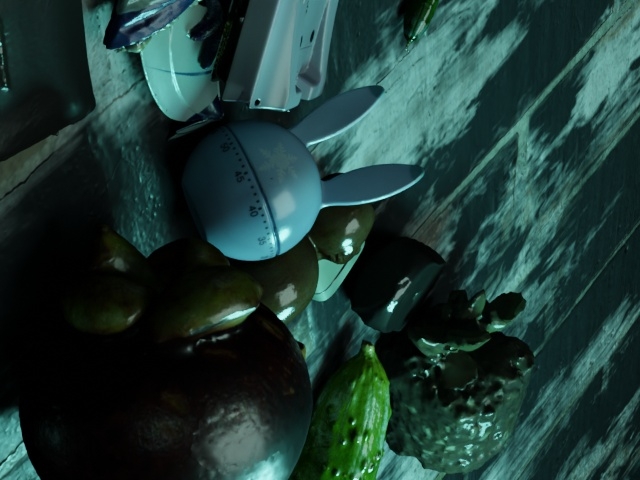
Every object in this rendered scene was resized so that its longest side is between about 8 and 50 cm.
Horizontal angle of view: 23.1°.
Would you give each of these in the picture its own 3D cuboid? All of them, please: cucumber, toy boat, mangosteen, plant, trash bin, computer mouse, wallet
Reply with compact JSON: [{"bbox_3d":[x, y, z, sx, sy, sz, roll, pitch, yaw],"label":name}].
[{"bbox_3d":[0.042,0.262,2.288,0.134,0.134,0.244,-1,109,-61],"label":"cucumber"},{"bbox_3d":[0.140,-0.326,2.052,0.039,0.039,0.168,17,95,-63],"label":"cucumber"},{"bbox_3d":[-0.126,-0.231,1.633,0.210,0.070,0.291,-55,156,-11],"label":"toy boat"},{"bbox_3d":[-0.164,0.142,1.628,0.307,0.307,0.347,-30,120,-49],"label":"mangosteen"},{"bbox_3d":[0.205,0.191,2.413,0.215,0.213,0.312,-39,141,-35],"label":"plant"},{"bbox_3d":[0.000,0.000,2.051,0.116,0.059,0.130,-57,151,-19],"label":"trash bin"},{"bbox_3d":[0.102,0.060,2.250,0.137,0.086,0.270,-55,168,5],"label":"computer mouse"},{"bbox_3d":[-0.271,-0.188,1.429,0.149,0.044,0.250,-35,141,-39],"label":"wallet"}]

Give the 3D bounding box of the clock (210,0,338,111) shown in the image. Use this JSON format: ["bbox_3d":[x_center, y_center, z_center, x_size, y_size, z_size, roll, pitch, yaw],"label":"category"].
[{"bbox_3d":[-0.030,-0.245,1.701,0.253,0.083,0.186,-41,149,-71],"label":"clock"}]

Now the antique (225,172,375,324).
[{"bbox_3d":[-0.036,0.013,1.871,0.257,0.143,0.121,-39,117,-30],"label":"antique"}]

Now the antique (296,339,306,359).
[{"bbox_3d":[-0.146,0.216,1.932,0.310,0.093,0.087,-36,141,-43],"label":"antique"}]

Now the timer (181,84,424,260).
[{"bbox_3d":[-0.038,-0.069,1.781,0.255,0.175,0.175,-17,129,-33],"label":"timer"}]
